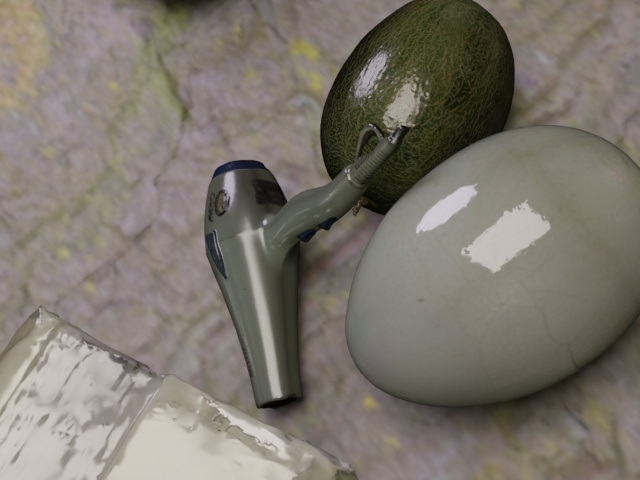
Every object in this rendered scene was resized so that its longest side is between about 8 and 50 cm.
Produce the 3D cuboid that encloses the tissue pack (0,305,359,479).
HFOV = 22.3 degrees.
[{"bbox_3d":[-0.147,0.260,0.846,0.207,0.297,0.380,28,76,10],"label":"tissue pack"}]

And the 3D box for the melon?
[{"bbox_3d":[0.061,-0.085,1.064,0.114,0.114,0.167,26,75,23],"label":"melon"}]

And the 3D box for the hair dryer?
[{"bbox_3d":[-0.004,0.021,1.024,0.199,0.067,0.167,-11,80,51],"label":"hair dryer"}]

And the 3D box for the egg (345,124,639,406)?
[{"bbox_3d":[0.109,0.020,0.985,0.209,0.151,0.151,-35,62,5],"label":"egg"}]
